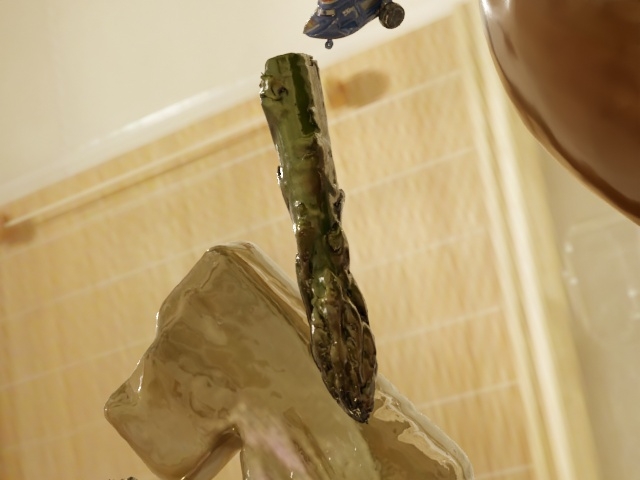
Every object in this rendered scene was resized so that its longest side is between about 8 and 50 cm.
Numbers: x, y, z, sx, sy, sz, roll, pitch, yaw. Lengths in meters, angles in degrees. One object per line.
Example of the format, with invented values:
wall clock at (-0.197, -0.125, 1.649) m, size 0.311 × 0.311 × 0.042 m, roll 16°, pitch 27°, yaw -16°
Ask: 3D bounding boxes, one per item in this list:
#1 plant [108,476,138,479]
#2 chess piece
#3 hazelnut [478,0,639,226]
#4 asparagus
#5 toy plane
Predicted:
plant at (-0.188, 0.237, 1.438) m, size 0.104 × 0.122 × 0.116 m, roll -1°, pitch -144°, yaw -13°
chess piece at (0.020, 0.137, 0.848) m, size 0.301 × 0.137 × 0.137 m, roll 48°, pitch -146°, yaw 12°
hazelnut at (0.216, -0.138, 0.533) m, size 0.372 × 0.372 × 0.315 m, roll 27°, pitch -156°, yaw -44°
asparagus at (0.001, 0.000, 0.728) m, size 0.036 × 0.030 × 0.165 m, roll 166°, pitch 93°, yaw -84°
toy plane at (0.053, -0.209, 1.289) m, size 0.054 × 0.167 × 0.062 m, roll 46°, pitch 169°, yaw 45°
